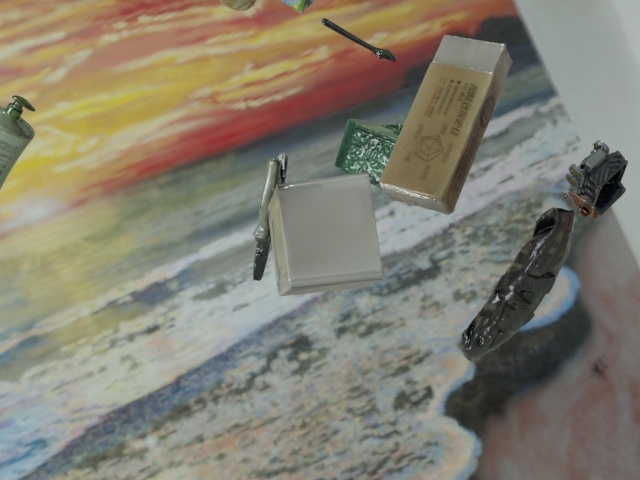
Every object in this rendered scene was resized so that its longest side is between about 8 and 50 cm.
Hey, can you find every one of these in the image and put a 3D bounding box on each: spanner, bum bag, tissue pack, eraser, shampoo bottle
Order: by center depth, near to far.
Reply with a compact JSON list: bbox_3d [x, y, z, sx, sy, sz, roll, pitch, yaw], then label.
[{"bbox_3d":[0.000,-0.001,1.416,0.136,0.159,0.246,-7,-5,-8],"label":"tissue pack"},{"bbox_3d":[0.379,0.088,1.736,0.340,0.095,0.144,-59,-31,5],"label":"bum bag"},{"bbox_3d":[0.243,-0.227,1.789,0.144,0.343,0.078,18,-12,30],"label":"eraser"},{"bbox_3d":[-0.644,-0.190,1.829,0.234,0.118,0.087,-51,17,21],"label":"shampoo bottle"},{"bbox_3d":[-0.125,-0.051,2.223,0.040,0.324,0.095,17,22,14],"label":"spanner"},{"bbox_3d":[0.094,-0.488,2.259,0.012,0.209,0.046,-54,15,38],"label":"spanner"}]

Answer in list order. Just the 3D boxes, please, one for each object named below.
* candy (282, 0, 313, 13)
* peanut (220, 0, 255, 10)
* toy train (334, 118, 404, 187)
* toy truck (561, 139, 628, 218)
[{"bbox_3d":[-0.086,-0.551,1.866,0.097,0.194,0.062,-52,-7,-34],"label":"candy"},{"bbox_3d":[-0.266,-0.684,2.438,0.117,0.263,0.101,-57,-31,-7],"label":"peanut"},{"bbox_3d":[0.189,-0.186,2.234,0.299,0.166,0.238,25,17,29],"label":"toy train"},{"bbox_3d":[0.526,-0.112,1.771,0.083,0.092,0.192,-43,-20,-7],"label":"toy truck"}]
